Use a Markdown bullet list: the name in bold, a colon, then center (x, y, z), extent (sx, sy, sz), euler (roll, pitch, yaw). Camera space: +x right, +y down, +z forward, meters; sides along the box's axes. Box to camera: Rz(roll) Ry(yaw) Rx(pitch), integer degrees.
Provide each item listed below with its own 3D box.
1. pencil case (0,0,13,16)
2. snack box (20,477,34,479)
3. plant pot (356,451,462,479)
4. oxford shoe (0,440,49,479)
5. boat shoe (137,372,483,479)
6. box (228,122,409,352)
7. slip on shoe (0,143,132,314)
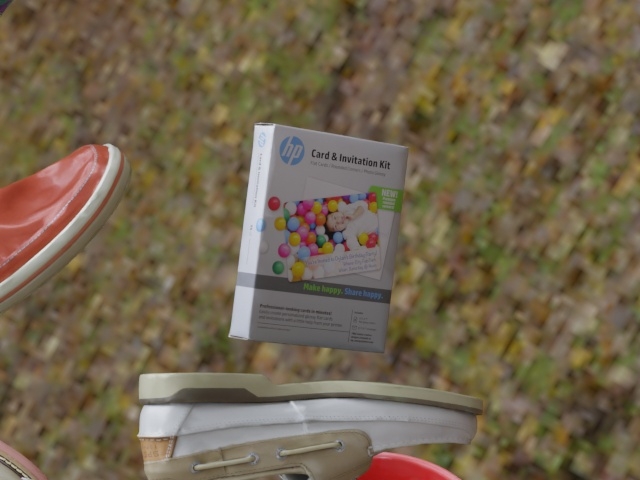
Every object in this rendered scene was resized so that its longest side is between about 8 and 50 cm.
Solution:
- **pencil case**: center (-0.288, -0.242, 1.767), extent (0.064, 0.070, 0.152), euler (36, 86, 27)
- **snack box**: center (-0.261, 0.293, 1.678), extent (0.022, 0.064, 0.178), euler (22, 89, 48)
- **plant pot**: center (0.061, 0.422, 2.270), extent (0.275, 0.275, 0.243), euler (-89, -1, -50)
- **oxford shoe**: center (-0.300, 0.306, 1.818), extent (0.140, 0.397, 0.146), euler (-52, -5, 32)
- **boat shoe**: center (-0.008, 0.169, 1.679), extent (0.113, 0.302, 0.103), euler (158, 114, -74)
- **box**: center (0.000, 0.000, 1.717), extent (0.038, 0.145, 0.186), euler (4, 86, 57)
- **slip on shoe**: center (-0.281, 0.014, 1.400), extent (0.331, 0.101, 0.123), euler (-31, 18, -16)
